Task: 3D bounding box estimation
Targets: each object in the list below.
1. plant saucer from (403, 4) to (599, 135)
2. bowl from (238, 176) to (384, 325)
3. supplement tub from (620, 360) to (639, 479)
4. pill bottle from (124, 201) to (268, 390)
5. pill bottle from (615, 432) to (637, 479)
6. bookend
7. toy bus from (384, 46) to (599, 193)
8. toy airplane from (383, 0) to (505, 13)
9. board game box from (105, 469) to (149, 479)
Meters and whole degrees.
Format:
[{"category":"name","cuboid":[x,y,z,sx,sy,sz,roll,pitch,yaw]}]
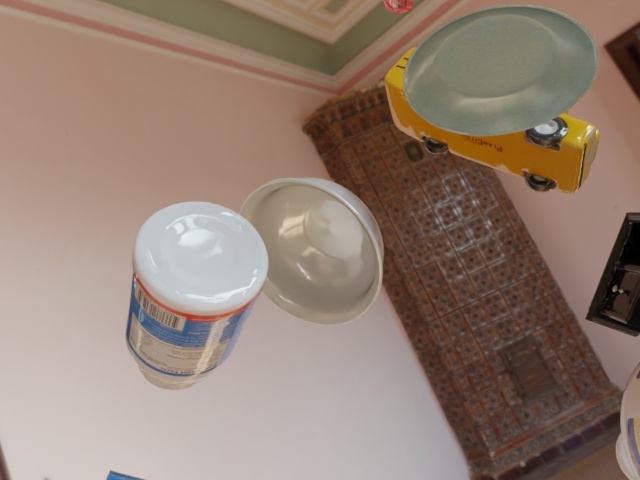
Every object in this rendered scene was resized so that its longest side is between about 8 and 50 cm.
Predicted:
[{"category":"plant saucer","cuboid":[0.187,-0.184,0.569,0.195,0.037,0.195,5,-24,2]},{"category":"bowl","cuboid":[0.000,0.000,0.991,0.298,0.297,0.134,-35,7,40]},{"category":"supplement tub","cuboid":[0.462,0.181,0.475,0.241,0.241,0.331,-24,-17,-6]},{"category":"pill bottle","cuboid":[-0.139,0.072,0.558,0.124,0.124,0.221,-18,-26,-33]},{"category":"pill bottle","cuboid":[0.687,0.422,1.054,0.131,0.131,0.229,-33,-34,32]},{"category":"bookend","cuboid":[0.415,0.049,0.645,0.156,0.072,0.157,-48,-22,-86]},{"category":"toy bus","cuboid":[0.255,-0.192,0.818,0.130,0.333,0.108,-48,-36,-19]},{"category":"toy airplane","cuboid":[0.084,-0.231,0.430,0.028,0.151,0.151,-61,-11,-5]},{"category":"board game box","cuboid":[-0.258,0.458,0.647,0.086,0.308,0.302,17,-28,-5]}]
